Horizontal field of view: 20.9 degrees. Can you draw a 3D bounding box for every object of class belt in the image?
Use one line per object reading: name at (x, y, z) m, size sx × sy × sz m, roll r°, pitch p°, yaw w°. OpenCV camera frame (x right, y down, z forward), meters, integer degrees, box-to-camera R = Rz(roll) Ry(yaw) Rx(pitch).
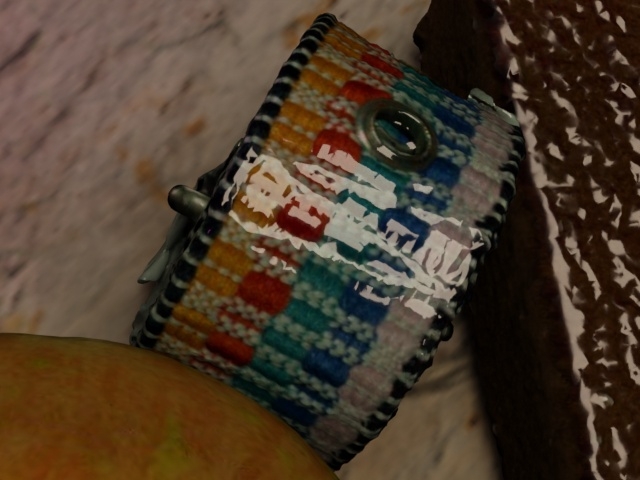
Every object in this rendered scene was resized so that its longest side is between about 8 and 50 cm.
belt at (0.000, 0.000, 0.854) m, size 0.150 × 0.257 × 0.207 m, roll 30°, pitch 89°, yaw -3°

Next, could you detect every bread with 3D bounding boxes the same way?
bread at (0.171, 0.043, 0.959) m, size 0.165 × 0.113 × 0.416 m, roll -6°, pitch 75°, yaw -17°

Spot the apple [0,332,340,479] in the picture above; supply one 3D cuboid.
apple at (-0.124, 0.201, 0.718) m, size 0.340 × 0.339 × 0.339 m, roll 5°, pitch 71°, yaw -14°
